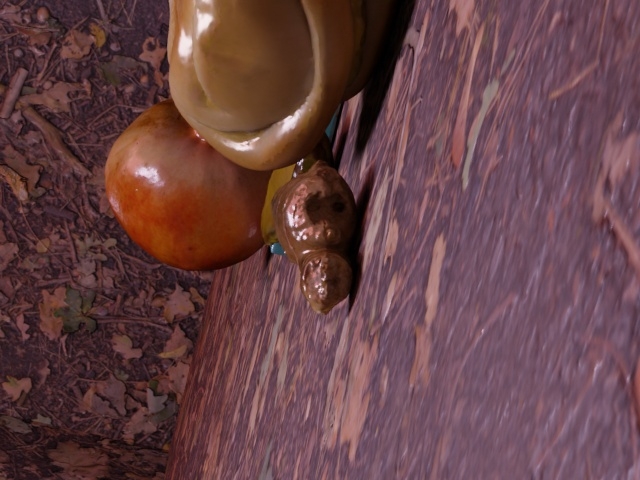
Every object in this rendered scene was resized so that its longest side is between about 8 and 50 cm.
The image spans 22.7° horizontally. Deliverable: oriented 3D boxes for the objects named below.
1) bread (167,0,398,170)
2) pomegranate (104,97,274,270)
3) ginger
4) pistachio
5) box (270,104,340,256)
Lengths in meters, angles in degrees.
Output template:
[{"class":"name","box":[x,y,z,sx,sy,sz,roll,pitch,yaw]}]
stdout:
[{"class":"bread","box":[-0.026,-0.227,1.425,0.316,0.211,0.270,102,168,-45]},{"class":"pomegranate","box":[-0.167,-0.092,2.209,0.270,0.252,0.229,99,-163,-54]},{"class":"ginger","box":[0.002,-0.008,1.312,0.165,0.067,0.096,-121,42,-63]},{"class":"pistachio","box":[-0.019,-0.055,1.646,0.173,0.049,0.090,111,157,-45]},{"class":"box","box":[-0.015,-0.106,1.778,0.162,0.041,0.229,-109,33,-79]}]
